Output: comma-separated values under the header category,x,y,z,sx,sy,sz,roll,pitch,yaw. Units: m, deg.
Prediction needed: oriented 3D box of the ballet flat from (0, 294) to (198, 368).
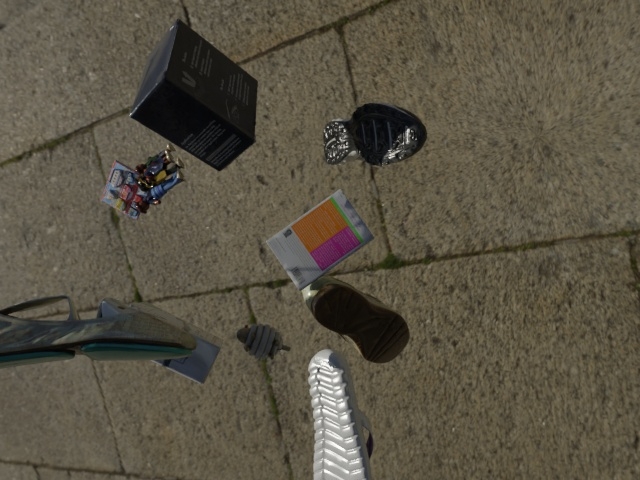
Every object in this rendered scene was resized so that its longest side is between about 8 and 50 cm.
category,x,y,z,sx,sy,sz,roll,pitch,yaw
ballet flat,-0.180,0.066,0.350,0.168,0.057,0.052,0,67,-12

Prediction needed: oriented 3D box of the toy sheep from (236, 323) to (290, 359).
category,x,y,z,sx,sy,sz,roll,pitch,yaw
toy sheep,-0.132,0.236,1.068,0.132,0.091,0.091,25,114,-10

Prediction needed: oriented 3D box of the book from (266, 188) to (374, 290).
category,x,y,z,sx,sy,sz,roll,pitch,yaw
book,0.000,0.000,0.728,0.144,0.035,0.096,-34,84,1

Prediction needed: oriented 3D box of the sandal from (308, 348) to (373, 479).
category,x,y,z,sx,sy,sz,roll,pitch,yaw
sandal,0.065,0.470,1.098,0.169,0.102,0.416,-15,76,44

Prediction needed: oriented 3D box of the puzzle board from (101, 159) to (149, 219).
category,x,y,z,sx,sy,sz,roll,pitch,yaw
puzzle board,-0.459,-0.115,1.085,0.096,0.011,0.128,30,123,-11

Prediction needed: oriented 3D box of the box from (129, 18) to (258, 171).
category,x,y,z,sx,sy,sz,roll,pitch,yaw
box,-0.185,-0.219,0.703,0.093,0.158,0.156,-32,45,31

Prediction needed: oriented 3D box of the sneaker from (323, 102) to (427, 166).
category,x,y,z,sx,sy,sz,roll,pitch,yaw
sneaker,0.100,-0.184,0.800,0.271,0.108,0.100,-160,62,-64

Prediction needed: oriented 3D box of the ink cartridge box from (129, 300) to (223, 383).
category,x,y,z,sx,sy,sz,roll,pitch,yaw
ink cartridge box,-0.323,0.218,1.000,0.208,0.153,0.087,28,81,-7

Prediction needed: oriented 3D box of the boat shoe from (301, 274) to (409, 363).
category,x,y,z,sx,sy,sz,roll,pitch,yaw
boat shoe,0.069,0.135,0.832,0.104,0.285,0.089,-47,41,-1

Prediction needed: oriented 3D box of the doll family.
category,x,y,z,sx,sy,sz,roll,pitch,yaw
doll family,-0.333,-0.126,0.930,0.111,0.193,0.076,-35,115,1
